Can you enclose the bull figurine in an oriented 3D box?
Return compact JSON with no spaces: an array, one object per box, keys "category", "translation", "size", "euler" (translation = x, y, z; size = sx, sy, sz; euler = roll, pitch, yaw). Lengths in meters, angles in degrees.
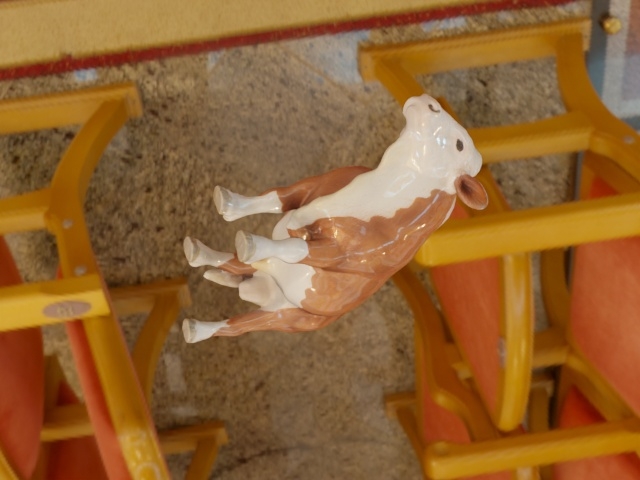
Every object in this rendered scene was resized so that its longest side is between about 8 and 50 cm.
[{"category":"bull figurine","translation":[0.000,0.000,0.723],"size":[0.188,0.101,0.310],"euler":[-3,152,-24]}]
